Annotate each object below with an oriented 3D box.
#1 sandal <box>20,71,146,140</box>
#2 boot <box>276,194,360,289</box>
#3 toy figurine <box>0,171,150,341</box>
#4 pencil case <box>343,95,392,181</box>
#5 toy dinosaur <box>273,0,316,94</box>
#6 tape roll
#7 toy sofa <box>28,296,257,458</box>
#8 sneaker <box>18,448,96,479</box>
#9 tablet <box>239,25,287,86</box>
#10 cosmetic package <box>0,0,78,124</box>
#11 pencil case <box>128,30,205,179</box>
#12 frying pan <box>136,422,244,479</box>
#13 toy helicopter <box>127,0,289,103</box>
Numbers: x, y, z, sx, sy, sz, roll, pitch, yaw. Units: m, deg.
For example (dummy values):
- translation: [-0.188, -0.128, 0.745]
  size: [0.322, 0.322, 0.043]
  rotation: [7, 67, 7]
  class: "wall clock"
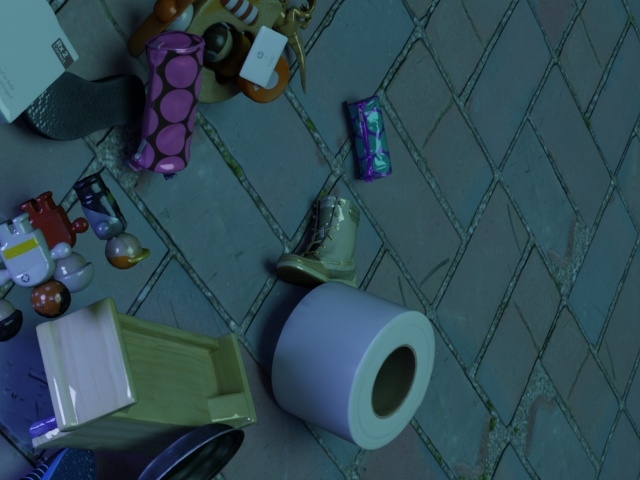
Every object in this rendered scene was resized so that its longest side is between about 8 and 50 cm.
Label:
- translation: [-0.346, -0.192, 1.786]
  size: [0.254, 0.054, 0.097]
  rotation: [-10, 105, -61]
  class: "sandal"
- translation: [0.000, 0.000, 2.177]
  size: [0.213, 0.077, 0.165]
  rotation: [19, 74, -54]
  class: "boot"
- translation: [-0.354, 0.024, 1.628]
  size: [0.213, 0.209, 0.148]
  rotation: [-36, 105, -45]
  class: "toy figurine"
- translation: [0.090, -0.187, 2.307]
  size: [0.070, 0.064, 0.152]
  rotation: [-33, 114, -64]
  class: "pencil case"
- translation: [-0.052, -0.368, 2.159]
  size: [0.112, 0.064, 0.212]
  rotation: [-39, 110, -25]
  class: "toy dinosaur"
- translation: [0.058, 0.208, 2.111]
  size: [0.246, 0.169, 0.246]
  rotation: [-28, 127, -44]
  class: "tape roll"
- translation: [-0.256, 0.202, 1.761]
  size: [0.362, 0.177, 0.150]
  rotation: [25, 46, -62]
  class: "toy sofa"
- translation: [-0.384, 0.342, 1.688]
  size: [0.232, 0.090, 0.081]
  rotation: [-48, 125, -67]
  class: "sneaker"
- translation: [-0.086, -0.278, 1.900]
  size: [0.054, 0.006, 0.083]
  rotation: [20, 98, -41]
  class: "tablet"
- translation: [-0.437, -0.238, 1.561]
  size: [0.151, 0.183, 0.151]
  rotation: [-55, 127, -37]
  class: "cosmetic package"
- translation: [-0.227, -0.201, 1.839]
  size: [0.098, 0.095, 0.209]
  rotation: [-10, 120, -38]
  class: "pencil case"
- translation: [-0.231, 0.370, 1.792]
  size: [0.053, 0.326, 0.197]
  rotation: [48, 21, 19]
  class: "frying pan"
- translation: [-0.156, -0.378, 1.890]
  size: [0.234, 0.140, 0.355]
  rotation: [-5, 118, -36]
  class: "toy helicopter"
